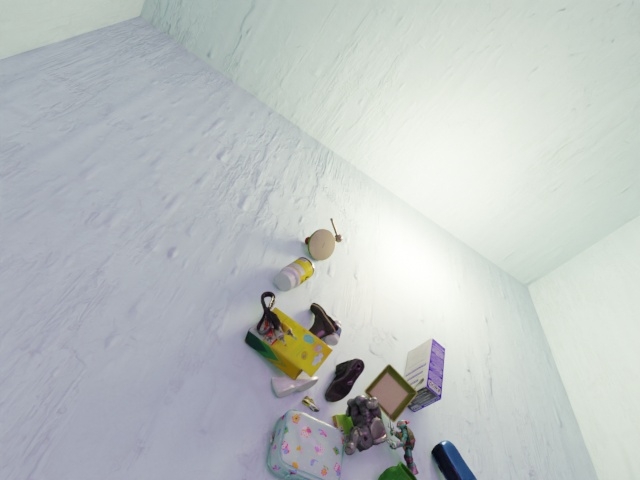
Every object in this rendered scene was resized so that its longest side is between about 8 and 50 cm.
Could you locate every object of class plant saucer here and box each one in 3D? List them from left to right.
[{"bbox_3d":[0.323,0.709,1.878,0.188,0.045,0.188,-39,76,-27],"label":"plant saucer"}]

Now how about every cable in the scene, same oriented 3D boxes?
[{"bbox_3d":[-0.219,0.327,1.701,0.140,0.072,0.287,-11,31,-20],"label":"cable"}]

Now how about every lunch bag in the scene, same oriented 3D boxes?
[{"bbox_3d":[-0.054,0.763,1.461,0.279,0.108,0.223,31,39,-15],"label":"lunch bag"}]

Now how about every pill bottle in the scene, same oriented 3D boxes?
[{"bbox_3d":[-0.129,0.170,2.017,0.119,0.119,0.209,48,36,8],"label":"pill bottle"},{"bbox_3d":[0.066,0.445,1.953,0.067,0.067,0.120,37,35,-8],"label":"pill bottle"}]

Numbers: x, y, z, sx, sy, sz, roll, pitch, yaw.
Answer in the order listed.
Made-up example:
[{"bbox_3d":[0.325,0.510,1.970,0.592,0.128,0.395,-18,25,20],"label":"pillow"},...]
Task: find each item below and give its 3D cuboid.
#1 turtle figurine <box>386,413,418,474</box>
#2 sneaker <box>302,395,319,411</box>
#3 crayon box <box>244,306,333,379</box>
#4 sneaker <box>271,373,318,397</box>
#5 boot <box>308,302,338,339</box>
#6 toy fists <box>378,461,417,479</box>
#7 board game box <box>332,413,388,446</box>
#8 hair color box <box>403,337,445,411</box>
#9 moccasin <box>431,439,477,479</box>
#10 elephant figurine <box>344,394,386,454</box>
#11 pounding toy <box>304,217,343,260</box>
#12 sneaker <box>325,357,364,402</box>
[{"bbox_3d":[0.344,0.853,1.700,0.175,0.118,0.233,37,35,-66],"label":"turtle figurine"},{"bbox_3d":[-0.034,0.667,1.648,0.083,0.031,0.035,40,34,-3],"label":"sneaker"},{"bbox_3d":[-0.131,0.441,1.694,0.319,0.081,0.202,33,32,15],"label":"crayon box"},{"bbox_3d":[-0.103,0.570,1.657,0.213,0.080,0.094,3,39,-41],"label":"sneaker"},{"bbox_3d":[-0.027,0.391,1.925,0.137,0.076,0.198,-31,41,-21],"label":"boot"},{"bbox_3d":[0.348,1.001,1.568,0.279,0.142,0.096,45,3,3],"label":"toy fists"},{"bbox_3d":[0.172,0.797,1.705,0.260,0.039,0.124,12,45,-32],"label":"board game box"},{"bbox_3d":[0.523,0.675,2.043,0.110,0.185,0.338,41,35,-4],"label":"hair color box"},{"bbox_3d":[0.615,1.067,1.775,0.138,0.116,0.341,10,42,-38],"label":"moccasin"},{"bbox_3d":[0.172,0.758,1.596,0.186,0.169,0.239,8,41,-4],"label":"elephant figurine"},{"bbox_3d":[0.000,0.000,2.322,0.237,0.110,0.182,-44,121,-21],"label":"pounding toy"},{"bbox_3d":[0.093,0.620,1.790,0.087,0.130,0.227,45,62,-4],"label":"sneaker"}]
